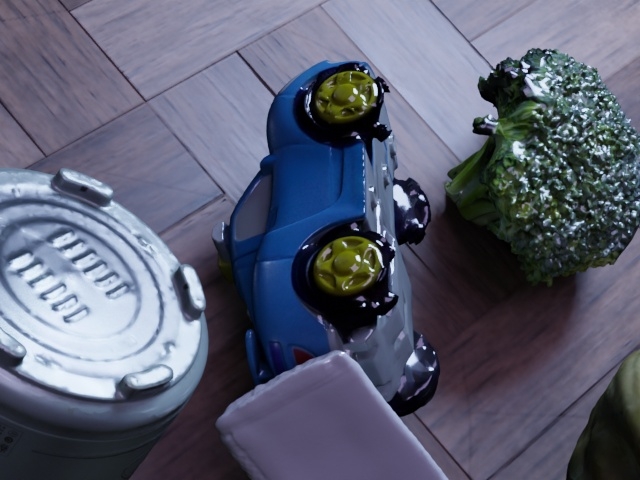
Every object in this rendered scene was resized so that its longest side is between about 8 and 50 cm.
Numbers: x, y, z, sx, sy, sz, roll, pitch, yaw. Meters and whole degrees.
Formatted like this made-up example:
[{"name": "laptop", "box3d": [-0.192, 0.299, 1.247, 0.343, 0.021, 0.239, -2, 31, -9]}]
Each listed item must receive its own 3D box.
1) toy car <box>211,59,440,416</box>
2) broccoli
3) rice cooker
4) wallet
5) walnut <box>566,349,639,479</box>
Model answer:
[{"name": "toy car", "box3d": [0.000, 0.000, 1.219, 0.166, 0.198, 0.314, -7, 57, 10]}, {"name": "broccoli", "box3d": [0.199, -0.072, 1.338, 0.176, 0.198, 0.226, -41, 48, -2]}, {"name": "rice cooker", "box3d": [-0.216, 0.091, 1.040, 0.280, 0.227, 0.241, 41, 33, 6]}, {"name": "wallet", "box3d": [0.013, 0.165, 1.123, 0.183, 0.124, 0.032, 52, 16, -26]}, {"name": "walnut", "box3d": [0.337, 0.199, 1.159, 0.282, 0.253, 0.277, -25, 42, 8]}]
